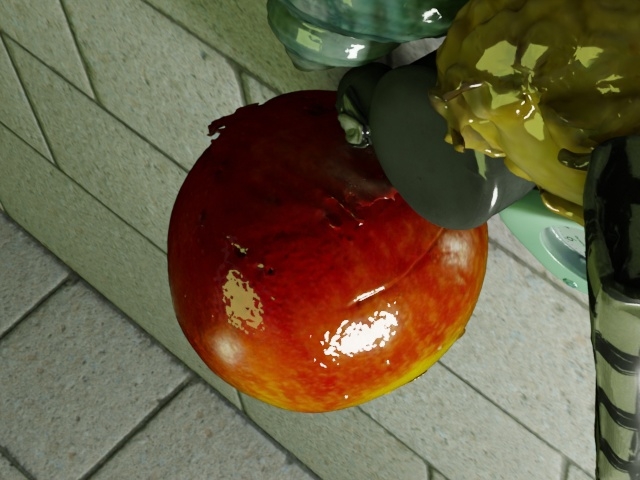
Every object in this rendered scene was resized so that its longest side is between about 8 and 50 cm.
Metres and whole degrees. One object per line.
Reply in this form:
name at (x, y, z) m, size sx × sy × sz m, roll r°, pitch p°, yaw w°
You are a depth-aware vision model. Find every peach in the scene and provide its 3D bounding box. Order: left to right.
peach at (0.000, 0.000, 1.467) m, size 0.370 × 0.370 × 0.370 m, roll 39°, pitch 159°, yaw 18°

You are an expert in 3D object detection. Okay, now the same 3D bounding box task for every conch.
conch at (0.038, -0.236, 1.233) m, size 0.220 × 0.195 × 0.277 m, roll 24°, pitch 140°, yaw -20°

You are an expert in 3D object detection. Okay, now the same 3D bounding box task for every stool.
stool at (0.121, -0.117, 1.267) m, size 0.228 × 0.139 × 0.153 m, roll 43°, pitch 144°, yaw 24°

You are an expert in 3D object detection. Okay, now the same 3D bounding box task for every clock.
clock at (0.275, -0.001, 1.292) m, size 0.211 × 0.066 × 0.159 m, roll 12°, pitch 156°, yaw 50°

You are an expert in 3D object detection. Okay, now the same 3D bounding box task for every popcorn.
popcorn at (0.215, -0.108, 1.075) m, size 0.250 × 0.190 × 0.250 m, roll 21°, pitch 155°, yaw 10°

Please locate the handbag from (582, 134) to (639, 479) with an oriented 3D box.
handbag at (0.350, 0.061, 0.982) m, size 0.327 × 0.162 × 0.325 m, roll 0°, pitch 147°, yaw 11°
